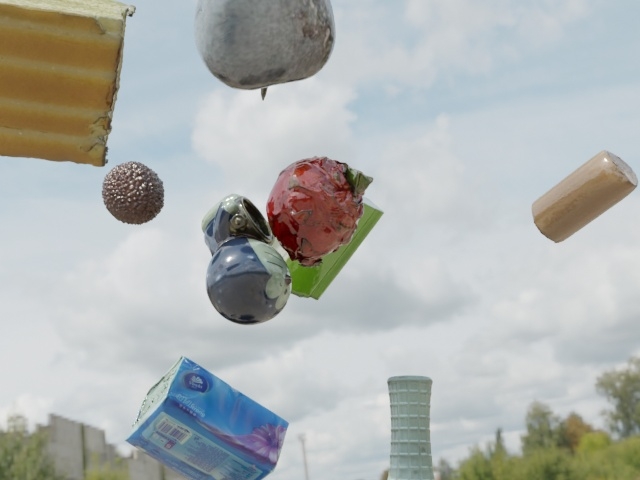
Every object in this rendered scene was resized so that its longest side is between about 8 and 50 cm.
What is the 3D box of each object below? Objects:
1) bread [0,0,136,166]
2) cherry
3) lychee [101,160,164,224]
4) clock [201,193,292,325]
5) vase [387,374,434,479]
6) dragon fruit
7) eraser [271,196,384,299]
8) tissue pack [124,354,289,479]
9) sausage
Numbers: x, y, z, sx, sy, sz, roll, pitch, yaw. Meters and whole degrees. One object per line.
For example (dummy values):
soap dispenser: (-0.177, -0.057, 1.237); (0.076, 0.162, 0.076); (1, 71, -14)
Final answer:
bread: (-0.390, -0.226, 1.247); (0.246, 0.111, 0.239); (6, -54, -17)
cherry: (-0.099, -0.386, 1.611); (0.255, 0.296, 0.218); (-11, 25, -16)
lychee: (-0.356, -0.088, 1.751); (0.129, 0.123, 0.123); (26, -3, 25)
clock: (-0.132, 0.043, 1.619); (0.147, 0.243, 0.199); (-28, -50, 10)
vase: (0.218, 0.481, 2.199); (0.143, 0.298, 0.143); (1, -15, 0)
dragon fruit: (-0.010, -0.058, 1.604); (0.172, 0.172, 0.209); (13, -66, -49)
eraser: (0.000, 0.000, 2.129); (0.210, 0.092, 0.274); (22, -73, -51)
tissue pack: (-0.226, 0.380, 1.822); (0.263, 0.146, 0.198); (33, -50, -13)
sausage: (0.610, -0.105, 2.093); (0.123, 0.123, 0.253); (6, -33, -37)
